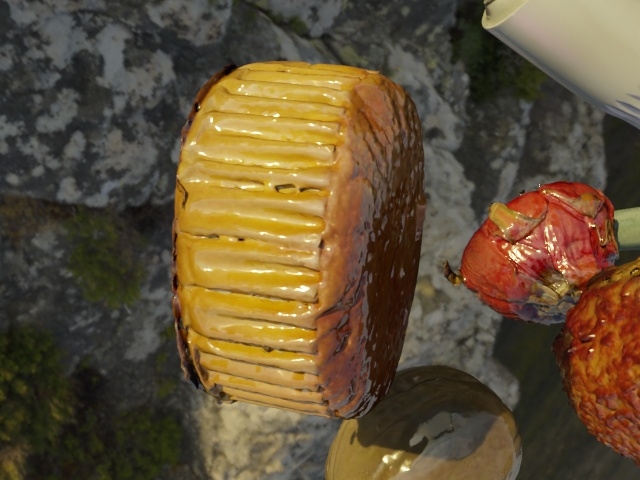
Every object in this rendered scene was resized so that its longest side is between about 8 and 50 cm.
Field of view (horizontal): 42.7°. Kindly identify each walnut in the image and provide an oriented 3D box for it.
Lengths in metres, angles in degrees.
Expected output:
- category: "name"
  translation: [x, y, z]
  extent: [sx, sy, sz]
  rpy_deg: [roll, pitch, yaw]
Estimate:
- category: "walnut"
  translation: [0.082, 0.173, 0.662]
  extent: [0.162, 0.140, 0.140]
  rpy_deg: [-8, 133, -15]

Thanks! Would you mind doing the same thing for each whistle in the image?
- category: "whistle"
  translation: [0.432, -0.015, 1.164]
  extent: [0.062, 0.062, 0.312]
  rpy_deg: [-35, -174, -13]

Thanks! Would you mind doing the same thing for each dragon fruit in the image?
- category: "dragon fruit"
  translation: [0.307, 0.046, 1.069]
  extent: [0.224, 0.148, 0.218]
  rpy_deg: [16, 124, -35]

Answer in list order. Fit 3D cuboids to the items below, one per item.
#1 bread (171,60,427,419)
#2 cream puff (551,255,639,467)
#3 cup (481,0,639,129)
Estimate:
- category: "bread"
  translation: [0.000, 0.000, 0.454]
  extent: [0.199, 0.104, 0.199]
  rpy_deg: [6, 90, -71]
- category: "cream puff"
  translation: [0.417, 0.137, 0.853]
  extent: [0.351, 0.228, 0.350]
  rpy_deg: [4, 147, 3]
- category: "cup"
  translation: [0.478, -0.370, 1.381]
  extent: [0.372, 0.253, 0.253]
  rpy_deg: [33, 103, -14]
